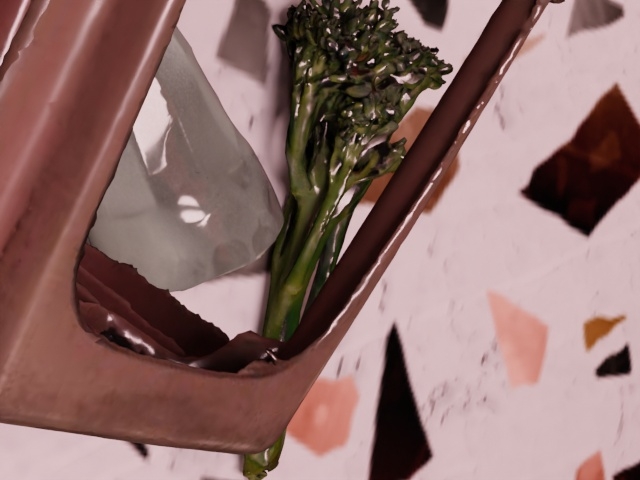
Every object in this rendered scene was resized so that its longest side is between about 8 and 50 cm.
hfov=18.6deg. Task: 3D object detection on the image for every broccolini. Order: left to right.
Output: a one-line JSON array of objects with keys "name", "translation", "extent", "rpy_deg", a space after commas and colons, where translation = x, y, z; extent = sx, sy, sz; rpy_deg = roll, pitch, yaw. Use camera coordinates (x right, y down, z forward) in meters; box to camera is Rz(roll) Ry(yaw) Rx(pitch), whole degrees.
[{"name": "broccolini", "translation": [0.006, 0.004, 0.775], "extent": [0.074, 0.058, 0.201], "rpy_deg": [4, 96, -34]}]

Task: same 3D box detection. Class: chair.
[{"name": "chair", "translation": [-0.111, 0.024, 0.546], "extent": [0.175, 0.183, 0.326], "rpy_deg": [15, 104, -53]}]

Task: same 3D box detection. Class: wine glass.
[{"name": "wine glass", "translation": [-0.068, -0.061, 0.690], "extent": [0.073, 0.073, 0.155], "rpy_deg": [-33, 119, -31]}]
